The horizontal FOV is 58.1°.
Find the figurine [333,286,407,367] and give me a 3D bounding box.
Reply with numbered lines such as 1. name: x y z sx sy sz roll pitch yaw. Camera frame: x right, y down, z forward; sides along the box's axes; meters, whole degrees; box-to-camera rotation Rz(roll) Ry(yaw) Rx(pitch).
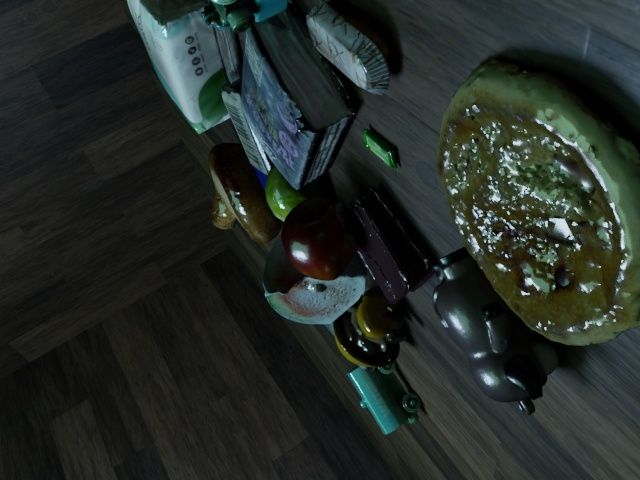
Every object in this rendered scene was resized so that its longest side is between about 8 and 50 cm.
1. figurine: 0.119 0.216 1.424 0.257 0.167 0.192 92 156 -63

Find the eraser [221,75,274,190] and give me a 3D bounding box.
1. eraser: -0.136 -0.252 1.473 0.155 0.102 0.332 39 157 51

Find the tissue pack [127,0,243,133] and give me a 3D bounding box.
1. tissue pack: -0.333 -0.491 1.456 0.266 0.194 0.356 53 165 29

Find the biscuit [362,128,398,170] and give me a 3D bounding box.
1. biscuit: 0.104 -0.158 0.991 0.089 0.016 0.046 49 165 38

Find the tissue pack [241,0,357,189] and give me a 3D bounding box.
1. tissue pack: -0.062 -0.269 1.145 0.259 0.122 0.361 59 169 6

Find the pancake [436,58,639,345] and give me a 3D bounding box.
1. pancake: 0.242 -0.033 0.669 0.356 0.065 0.356 55 163 26

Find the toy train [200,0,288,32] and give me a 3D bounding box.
1. toy train: -0.140 -0.446 0.930 0.203 0.163 0.112 60 168 2

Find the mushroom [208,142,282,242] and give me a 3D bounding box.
1. mushroom: -0.243 -0.161 1.857 0.345 0.239 0.345 32 157 15

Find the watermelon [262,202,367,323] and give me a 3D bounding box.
1. watermelon: 0.010 0.099 1.329 0.214 0.320 0.289 11 127 32

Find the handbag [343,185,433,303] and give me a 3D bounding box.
1. handbag: 0.128 0.012 1.152 0.216 0.074 0.203 58 167 14

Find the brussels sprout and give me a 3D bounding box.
1. brussels sprout: -0.060 -0.117 1.383 0.180 0.144 0.161 64 -179 -11

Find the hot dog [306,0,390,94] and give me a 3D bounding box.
1. hot dog: 0.041 -0.289 0.851 0.191 0.059 0.108 50 166 37

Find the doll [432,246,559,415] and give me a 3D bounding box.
1. doll: 0.255 0.137 0.867 0.257 0.117 0.182 58 177 13

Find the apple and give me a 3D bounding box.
1. apple: -0.003 0.007 1.172 0.156 0.147 0.158 19 142 41

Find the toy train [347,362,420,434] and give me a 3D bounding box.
1. toy train: 0.184 0.447 1.705 0.248 0.159 0.101 59 161 8

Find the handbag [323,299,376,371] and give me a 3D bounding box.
1. handbag: 0.076 0.239 1.719 0.332 0.075 0.191 -140 44 -56
